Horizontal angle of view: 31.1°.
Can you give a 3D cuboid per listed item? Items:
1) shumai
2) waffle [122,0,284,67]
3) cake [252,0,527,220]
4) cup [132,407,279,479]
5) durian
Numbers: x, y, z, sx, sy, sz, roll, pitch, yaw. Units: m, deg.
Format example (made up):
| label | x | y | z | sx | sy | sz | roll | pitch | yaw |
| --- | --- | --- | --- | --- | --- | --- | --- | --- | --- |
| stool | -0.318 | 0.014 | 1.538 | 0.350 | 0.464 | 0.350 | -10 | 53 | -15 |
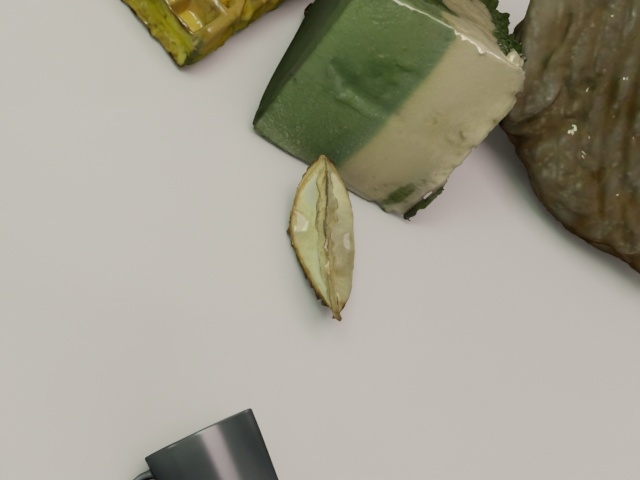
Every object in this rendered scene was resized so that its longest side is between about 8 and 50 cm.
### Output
| label | x | y | z | sx | sy | sz | roll | pitch | yaw |
| --- | --- | --- | --- | --- | --- | --- | --- | --- | --- |
| shumai | 0.299 | -0.140 | 1.021 | 0.262 | 0.267 | 0.314 | -56 | 137 | -66 |
| waffle | -0.081 | -0.253 | 0.951 | 0.211 | 0.055 | 0.160 | -37 | 85 | -33 |
| cake | 0.087 | -0.192 | 0.934 | 0.158 | 0.172 | 0.284 | 31 | 57 | -11 |
| cup | -0.076 | 0.167 | 0.759 | 0.100 | 0.078 | 0.077 | -25 | 82 | 4 |
| durian | 0.010 | 0.000 | 0.872 | 0.052 | 0.066 | 0.130 | 2 | 76 | -23 |
